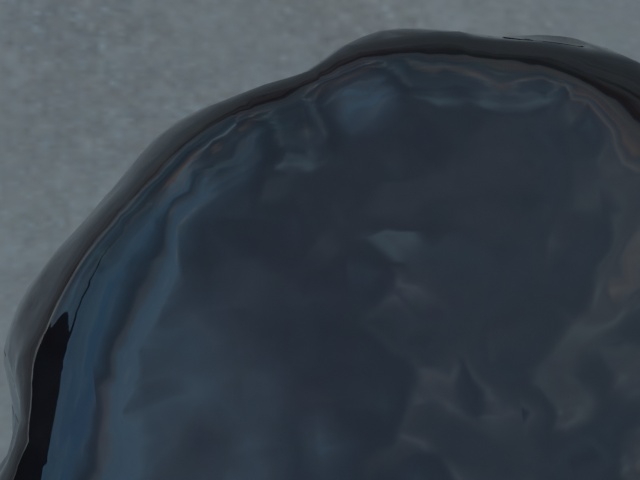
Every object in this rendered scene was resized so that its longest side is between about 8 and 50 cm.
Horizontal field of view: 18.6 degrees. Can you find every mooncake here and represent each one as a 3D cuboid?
[{"bbox_3d":[0.039,0.085,0.539,0.141,0.283,0.283,-35,73,67],"label":"mooncake"}]
